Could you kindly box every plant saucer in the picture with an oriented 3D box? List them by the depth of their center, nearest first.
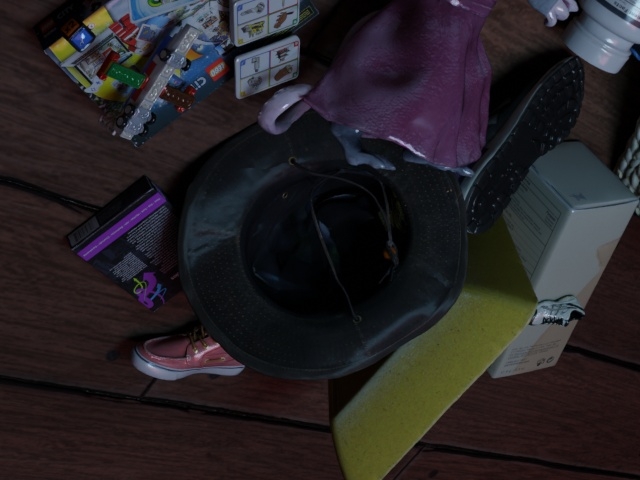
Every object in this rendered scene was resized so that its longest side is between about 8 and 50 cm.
[{"bbox_3d":[0.109,0.107,1.363,0.081,0.333,0.332,34,110,-15],"label":"plant saucer"}]

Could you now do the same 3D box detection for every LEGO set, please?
[{"bbox_3d":[-0.130,-0.197,1.011,0.244,0.060,0.182,-27,141,-26],"label":"LEGO set"}]

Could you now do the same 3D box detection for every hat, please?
[{"bbox_3d":[0.000,0.000,1.250,0.331,0.331,0.134,-29,179,-5],"label":"hat"}]

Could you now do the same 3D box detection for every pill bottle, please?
[{"bbox_3d":[0.363,-0.290,1.247,0.108,0.108,0.180,8,126,-38],"label":"pill bottle"}]

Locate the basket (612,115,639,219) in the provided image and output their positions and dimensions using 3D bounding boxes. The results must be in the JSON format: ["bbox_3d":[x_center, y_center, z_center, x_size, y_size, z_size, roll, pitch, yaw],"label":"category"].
[{"bbox_3d":[0.593,-0.108,1.383,0.328,0.266,0.331,-28,162,-6],"label":"basket"}]

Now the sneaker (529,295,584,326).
[{"bbox_3d":[0.313,0.099,1.434,0.083,0.037,0.032,-17,139,-16],"label":"sneaker"}]

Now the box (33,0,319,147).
[{"bbox_3d":[-0.136,-0.214,1.049,0.233,0.044,0.159,-36,140,3],"label":"box"}]

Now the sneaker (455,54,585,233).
[{"bbox_3d":[0.209,-0.140,1.313,0.283,0.124,0.107,-46,139,-24],"label":"sneaker"}]

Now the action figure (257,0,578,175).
[{"bbox_3d":[0.125,-0.256,1.105,0.248,0.276,0.370,-38,143,-74],"label":"action figure"}]

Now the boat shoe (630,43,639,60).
[{"bbox_3d":[0.498,-0.304,1.324,0.258,0.109,0.089,-32,136,-5],"label":"boat shoe"}]

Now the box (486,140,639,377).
[{"bbox_3d":[0.297,0.028,1.492,0.121,0.148,0.311,-7,135,-28],"label":"box"}]

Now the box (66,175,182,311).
[{"bbox_3d":[-0.196,0.008,1.242,0.116,0.029,0.162,-36,138,5],"label":"box"}]

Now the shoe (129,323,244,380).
[{"bbox_3d":[-0.153,0.127,1.365,0.178,0.063,0.081,6,125,-43],"label":"shoe"}]
